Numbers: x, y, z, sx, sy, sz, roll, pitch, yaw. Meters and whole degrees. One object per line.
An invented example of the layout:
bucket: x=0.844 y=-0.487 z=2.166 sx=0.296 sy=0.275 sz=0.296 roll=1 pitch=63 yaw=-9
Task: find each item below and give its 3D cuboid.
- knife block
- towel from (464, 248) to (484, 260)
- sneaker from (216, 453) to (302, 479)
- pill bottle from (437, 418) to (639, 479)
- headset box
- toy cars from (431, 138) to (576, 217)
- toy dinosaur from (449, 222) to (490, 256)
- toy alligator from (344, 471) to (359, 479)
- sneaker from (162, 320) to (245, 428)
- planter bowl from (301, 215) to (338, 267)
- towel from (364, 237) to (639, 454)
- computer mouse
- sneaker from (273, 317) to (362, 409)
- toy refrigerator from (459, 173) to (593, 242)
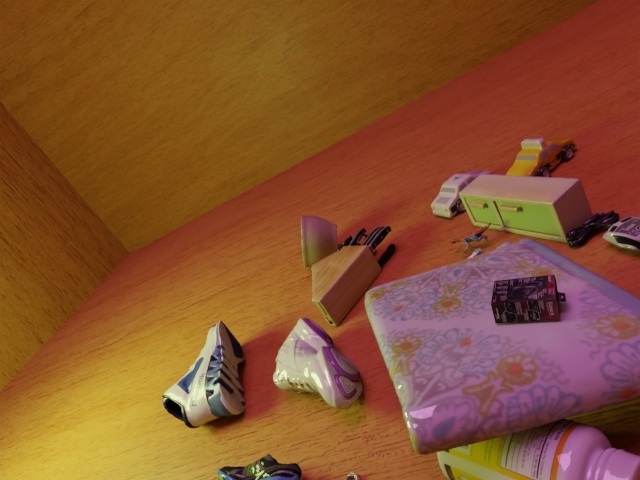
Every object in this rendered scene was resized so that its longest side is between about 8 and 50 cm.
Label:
knife block: x=0.099 y=0.071 z=1.200 sx=0.242 sy=0.088 sz=0.276 roll=-29 pitch=21 yaw=11
towel: x=0.268 y=0.070 z=0.972 sx=0.152 sy=0.023 sz=0.113 roll=-31 pitch=-19 yaw=2
sneaker: x=-0.108 y=0.419 z=0.805 sx=0.188 sy=0.067 sz=0.078 roll=-20 pitch=4 yaw=34
pill bottle: x=0.254 y=0.262 z=0.542 sx=0.214 sy=0.117 sz=0.117 roll=-2 pitch=37 yaw=52
headset box: x=0.264 y=0.074 z=0.586 sx=0.083 sy=0.032 sz=0.062 roll=-9 pitch=20 yaw=28
toy cars: x=0.472 y=-0.185 z=1.232 sx=0.393 sy=0.087 sz=0.176 roll=-23 pitch=24 yaw=25
toy dinosaur: x=0.344 y=-0.009 z=1.069 sx=0.082 sy=0.090 sz=0.047 roll=9 pitch=19 yaw=15
toy alligator: x=-0.022 y=0.410 z=0.698 sx=0.189 sy=0.051 sz=0.056 roll=-40 pitch=23 yaw=-16
sneaker: x=-0.291 y=0.335 z=1.129 sx=0.182 sy=0.128 sz=0.315 roll=-30 pitch=23 yaw=3
planter bowl: x=0.000 y=0.000 z=1.430 sx=0.109 sy=0.162 sz=0.162 roll=-3 pitch=25 yaw=1
towel: x=0.241 y=0.125 z=0.661 sx=0.320 sy=0.090 sz=0.374 roll=-19 pitch=17 yaw=2
computer mouse: x=0.547 y=-0.009 z=0.822 sx=0.106 sy=0.042 sz=0.193 roll=-31 pitch=16 yaw=-7
sneaker: x=-0.015 y=0.274 z=0.940 sx=0.152 sy=0.114 sz=0.305 roll=-49 pitch=19 yaw=-3
toy refrigerator: x=0.441 y=-0.076 z=1.025 sx=0.094 sy=0.102 sz=0.269 roll=-38 pitch=23 yaw=-13
